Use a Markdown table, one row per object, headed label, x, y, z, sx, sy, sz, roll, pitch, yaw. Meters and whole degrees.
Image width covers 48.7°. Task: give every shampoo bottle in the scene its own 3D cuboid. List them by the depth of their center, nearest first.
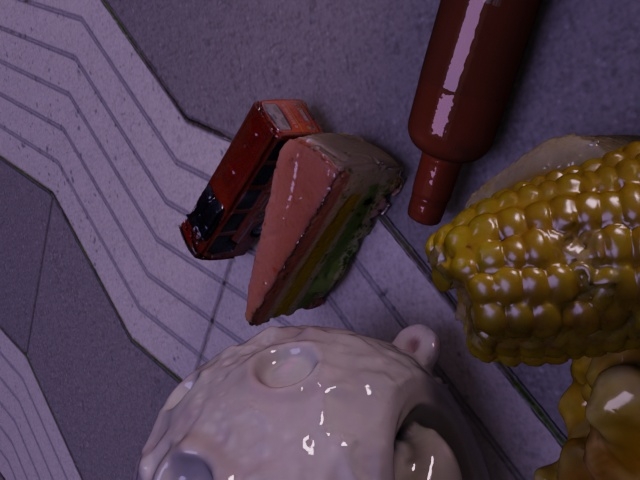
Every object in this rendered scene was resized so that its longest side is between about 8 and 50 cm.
| label | x | y | z | sx | sy | sz | roll | pitch | yaw |
| --- | --- | --- | --- | --- | --- | --- | --- | --- | --- |
| shampoo bottle | 0.122 | -0.129 | 0.616 | 0.085 | 0.085 | 0.244 | 35 | 122 | 37 |

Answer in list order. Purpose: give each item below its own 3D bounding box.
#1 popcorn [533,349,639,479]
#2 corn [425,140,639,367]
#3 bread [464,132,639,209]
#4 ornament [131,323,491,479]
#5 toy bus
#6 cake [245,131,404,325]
| label | x | y | z | sx | sy | sz | roll | pitch | yaw |
| --- | --- | --- | --- | --- | --- | --- | --- | --- | --- |
| popcorn | 0.249 | 0.154 | 0.432 | 0.190 | 0.253 | 0.191 | -76 | 10 | -45 |
| corn | 0.234 | -0.019 | 0.356 | 0.363 | 0.120 | 0.121 | -15 | 85 | 15 |
| bread | 0.192 | -0.007 | 0.521 | 0.134 | 0.141 | 0.148 | 52 | 129 | 25 |
| ornament | -0.013 | 0.247 | 0.639 | 0.337 | 0.337 | 0.337 | 10 | 104 | 44 |
| toy bus | -0.083 | -0.064 | 0.827 | 0.235 | 0.096 | 0.074 | -50 | 60 | 37 |
| cake | -0.013 | -0.014 | 0.752 | 0.090 | 0.109 | 0.225 | 49 | 127 | 28 |
